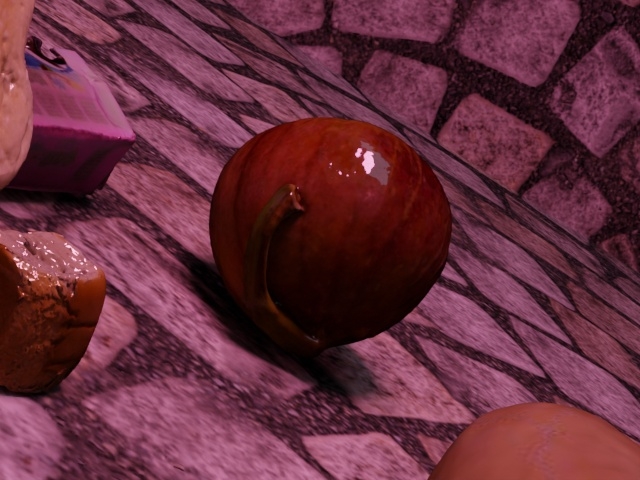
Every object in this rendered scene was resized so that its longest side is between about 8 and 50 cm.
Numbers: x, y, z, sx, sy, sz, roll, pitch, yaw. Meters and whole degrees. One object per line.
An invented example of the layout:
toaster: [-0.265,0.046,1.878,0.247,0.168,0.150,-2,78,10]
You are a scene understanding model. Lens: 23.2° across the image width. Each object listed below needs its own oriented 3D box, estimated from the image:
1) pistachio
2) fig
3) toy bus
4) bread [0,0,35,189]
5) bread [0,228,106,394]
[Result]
pistachio: [0.120,0.182,0.836,0.162,0.181,0.293,59,12,-14]
fig: [0.000,0.000,1.212,0.205,0.205,0.205,34,13,-9]
toy bus: [-0.237,-0.093,1.124,0.112,0.090,0.274,46,14,14]
bread: [-0.238,-0.122,0.828,0.054,0.316,0.316,2,0,22]
bread: [-0.167,0.036,0.875,0.077,0.070,0.083,40,16,23]
